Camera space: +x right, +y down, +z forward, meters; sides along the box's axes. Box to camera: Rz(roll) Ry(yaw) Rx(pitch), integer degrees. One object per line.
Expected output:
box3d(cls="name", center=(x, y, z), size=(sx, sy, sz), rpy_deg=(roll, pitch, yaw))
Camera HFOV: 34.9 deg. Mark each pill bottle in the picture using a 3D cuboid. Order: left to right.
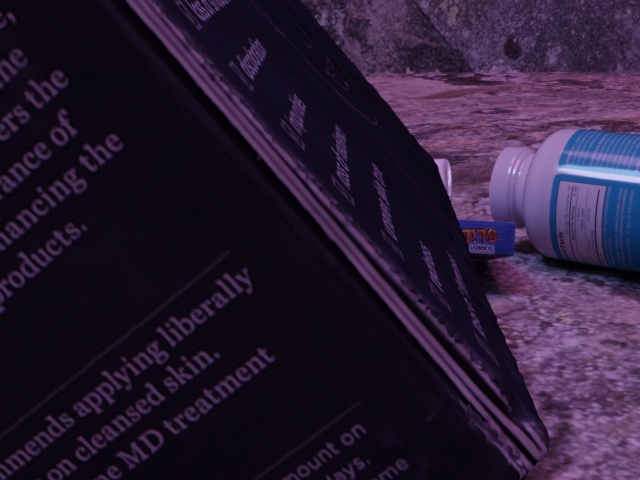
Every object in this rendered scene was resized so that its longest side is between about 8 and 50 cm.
box3d(cls="pill bottle", center=(0.319, -0.042, 1.084), size=(0.264, 0.146, 0.146), rpy_deg=(11, 21, 32))

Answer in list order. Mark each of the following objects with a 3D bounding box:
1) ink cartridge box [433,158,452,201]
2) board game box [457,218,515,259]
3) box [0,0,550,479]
box3d(cls="ink cartridge box", center=(0.000, 0.000, 0.932), size=(0.232, 0.189, 0.066), rpy_deg=(3, 60, 5))
box3d(cls="board game box", center=(0.089, -0.004, 1.063), size=(0.201, 0.035, 0.136), rpy_deg=(3, -3, -1))
box3d(cls="box", center=(-0.164, -0.074, 0.578), size=(0.297, 0.472, 0.480), rpy_deg=(-37, 13, 12))
